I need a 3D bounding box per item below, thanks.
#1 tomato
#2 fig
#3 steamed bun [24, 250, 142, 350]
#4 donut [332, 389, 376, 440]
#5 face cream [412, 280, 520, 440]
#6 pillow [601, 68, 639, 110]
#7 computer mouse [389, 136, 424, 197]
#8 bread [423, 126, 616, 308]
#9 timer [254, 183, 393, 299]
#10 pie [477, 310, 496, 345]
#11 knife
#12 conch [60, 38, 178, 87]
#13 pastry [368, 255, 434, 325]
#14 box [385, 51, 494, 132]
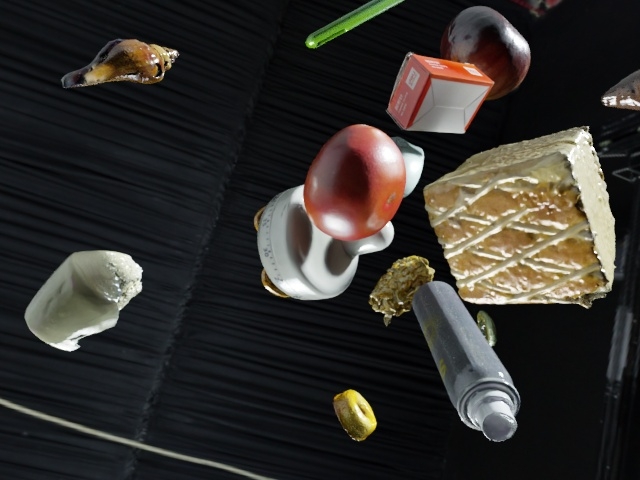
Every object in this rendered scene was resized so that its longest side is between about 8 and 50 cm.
[{"bbox_3d":[0.062,-0.092,0.754,0.195,0.136,0.195,-35,143,-32],"label":"tomato"},{"bbox_3d":[0.397,-0.461,1.118,0.214,0.235,0.235,-14,-129,38],"label":"fig"},{"bbox_3d":[-0.540,0.149,1.039,0.225,0.170,0.200,-44,167,11],"label":"steamed bun"},{"bbox_3d":[0.100,0.486,1.261,0.058,0.152,0.152,-38,-162,10],"label":"donut"},{"bbox_3d":[0.183,0.143,0.588,0.283,0.073,0.073,-91,-159,-71],"label":"face cream"},{"bbox_3d":[0.597,-0.254,0.580,0.305,0.307,0.108,7,-57,64],"label":"pillow"},{"bbox_3d":[0.173,-0.180,0.993,0.068,0.113,0.229,106,0,-46],"label":"computer mouse"},{"bbox_3d":[0.512,-0.047,1.136,0.279,0.371,0.390,-37,-163,-36],"label":"bread"},{"bbox_3d":[0.000,0.000,0.883,0.240,0.233,0.234,-12,-127,37],"label":"timer"},{"bbox_3d":[0.388,0.207,1.052,0.084,0.021,0.084,169,-90,-87],"label":"pie"},{"bbox_3d":[0.077,-0.259,0.473,0.212,0.015,0.054,-22,-171,15],"label":"knife"},{"bbox_3d":[-0.384,-0.350,0.877,0.086,0.232,0.080,51,-42,33],"label":"conch"},{"bbox_3d":[0.242,0.138,1.303,0.250,0.154,0.102,-44,131,-48],"label":"pastry"},{"bbox_3d":[0.251,-0.312,0.960,0.099,0.182,0.133,63,-34,39],"label":"box"}]
